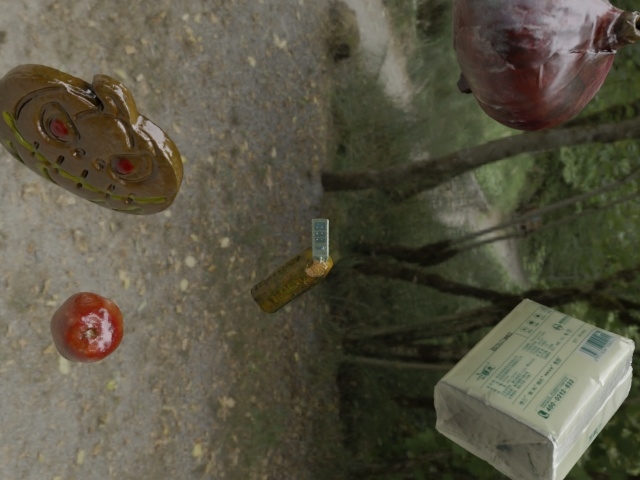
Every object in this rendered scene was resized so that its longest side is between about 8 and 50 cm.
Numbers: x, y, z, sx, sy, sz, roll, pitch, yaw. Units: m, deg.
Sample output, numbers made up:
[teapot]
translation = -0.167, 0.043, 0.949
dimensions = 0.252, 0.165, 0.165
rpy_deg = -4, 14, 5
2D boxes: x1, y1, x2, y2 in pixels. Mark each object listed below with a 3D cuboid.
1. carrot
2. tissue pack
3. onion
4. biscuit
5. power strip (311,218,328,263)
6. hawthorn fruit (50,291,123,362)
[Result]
[carrot]
translation = -0.056, 0.077, 1.336
dimensions = 0.082, 0.173, 0.082
rpy_deg = 44, 24, -25
[tissue pack]
translation = 0.472, 0.327, 1.454
dimensions = 0.380, 0.297, 0.207
rpy_deg = -31, 129, -33
[onion]
translation = 0.173, -0.146, 0.531
dimensions = 0.206, 0.151, 0.098
rpy_deg = 31, 84, -49
[biscuit]
translation = -0.461, -0.191, 1.304
dimensions = 0.394, 0.350, 0.070
rpy_deg = 26, 51, -15
[power strip]
translation = 0.000, 0.000, 1.022
dimensions = 0.017, 0.027, 0.083
rpy_deg = 86, 2, -55
[hawthorn fruit]
translation = -0.424, 0.160, 1.204
dimensions = 0.133, 0.138, 0.132
rpy_deg = -5, 101, -28
